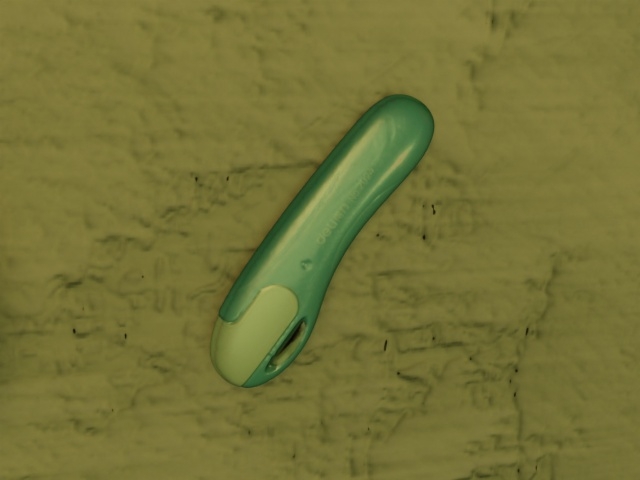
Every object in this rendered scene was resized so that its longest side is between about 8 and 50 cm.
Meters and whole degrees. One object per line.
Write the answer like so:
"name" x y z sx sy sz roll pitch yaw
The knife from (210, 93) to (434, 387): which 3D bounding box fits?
"knife" 0.000 0.000 0.513 0.064 0.031 0.222 34 92 -16
